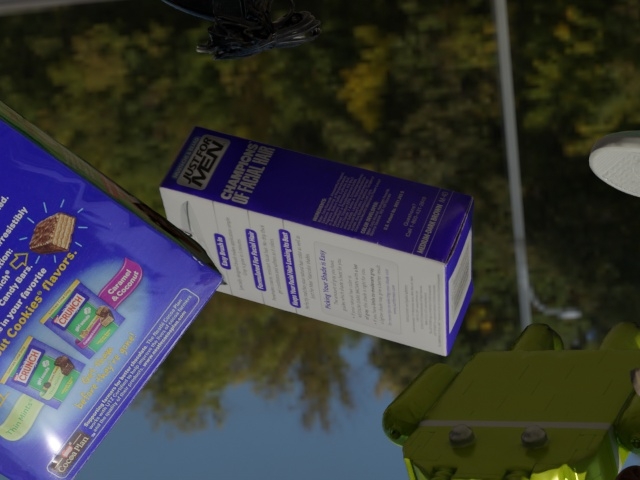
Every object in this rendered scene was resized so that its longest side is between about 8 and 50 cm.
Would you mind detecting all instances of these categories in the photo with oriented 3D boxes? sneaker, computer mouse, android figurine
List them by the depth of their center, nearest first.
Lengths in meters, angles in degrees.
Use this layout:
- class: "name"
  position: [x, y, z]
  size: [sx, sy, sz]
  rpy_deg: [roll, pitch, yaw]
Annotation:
- class: "android figurine"
  position: [0.170, 0.143, 1.195]
  size: [0.248, 0.056, 0.273]
  rpy_deg: [-2, -157, 34]
- class: "computer mouse"
  position: [-0.146, -0.291, 1.698]
  size: [0.272, 0.072, 0.188]
  rpy_deg: [45, -145, 18]
- class: "sneaker"
  position: [0.437, -0.134, 1.778]
  size: [0.256, 0.151, 0.094]
  rpy_deg: [2, 146, -9]

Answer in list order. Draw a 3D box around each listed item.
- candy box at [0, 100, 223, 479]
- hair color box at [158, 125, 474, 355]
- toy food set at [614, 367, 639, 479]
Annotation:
- class: "candy box"
  position: [-0.295, 0.036, 1.325]
  size: [0.317, 0.268, 0.122]
  rpy_deg: [37, -179, -25]
- class: "hair color box"
  position: [0.000, 0.000, 1.679]
  size: [0.339, 0.185, 0.110]
  rpy_deg: [14, -124, 15]
- class: "toy food set"
  position: [0.263, 0.208, 1.049]
  size: [0.128, 0.218, 0.071]
  rpy_deg: [8, 153, -33]
